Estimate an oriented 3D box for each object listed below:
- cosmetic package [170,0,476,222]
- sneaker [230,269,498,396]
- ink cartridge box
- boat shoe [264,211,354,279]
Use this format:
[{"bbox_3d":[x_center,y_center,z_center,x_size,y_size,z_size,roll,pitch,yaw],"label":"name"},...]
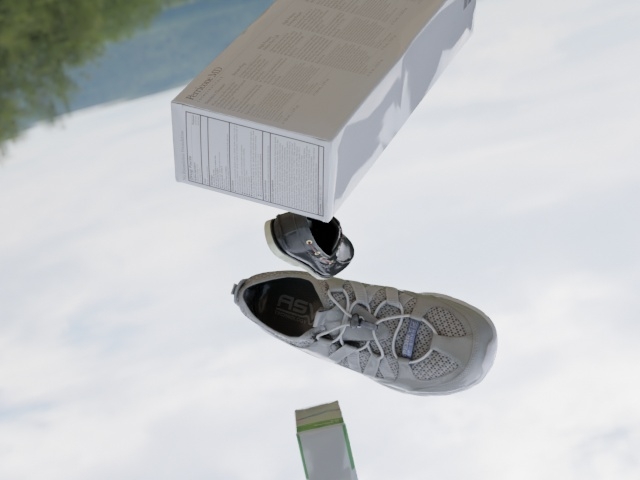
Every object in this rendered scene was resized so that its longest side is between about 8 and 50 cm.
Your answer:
[{"bbox_3d":[0.010,-0.105,0.893,0.099,0.060,0.239,17,-141,18],"label":"cosmetic package"},{"bbox_3d":[0.036,0.091,1.465,0.281,0.105,0.115,9,177,29],"label":"sneaker"},{"bbox_3d":[0.012,0.376,2.569,0.093,0.154,0.212,-13,-176,-3],"label":"ink cartridge box"},{"bbox_3d":[0.000,0.002,1.256,0.042,0.049,0.133,-22,161,20],"label":"boat shoe"}]
